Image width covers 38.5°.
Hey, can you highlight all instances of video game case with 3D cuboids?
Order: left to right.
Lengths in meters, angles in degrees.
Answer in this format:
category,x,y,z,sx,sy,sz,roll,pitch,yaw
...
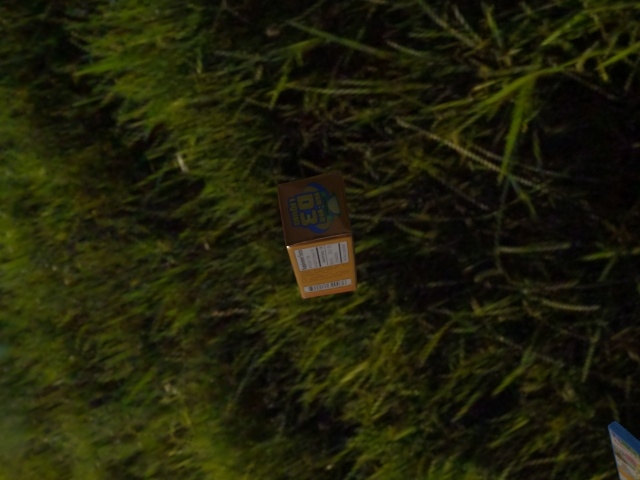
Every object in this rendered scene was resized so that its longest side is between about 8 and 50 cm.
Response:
category,x,y,z,sx,sy,sz,roll,pitch,yaw
video game case,0.426,0.324,1.182,0.119,0.015,0.166,47,163,56

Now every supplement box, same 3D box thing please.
category,x,y,z,sx,sy,sz,roll,pitch,yaw
supplement box,0.000,0.000,1.068,0.233,0.080,0.078,86,174,-71
